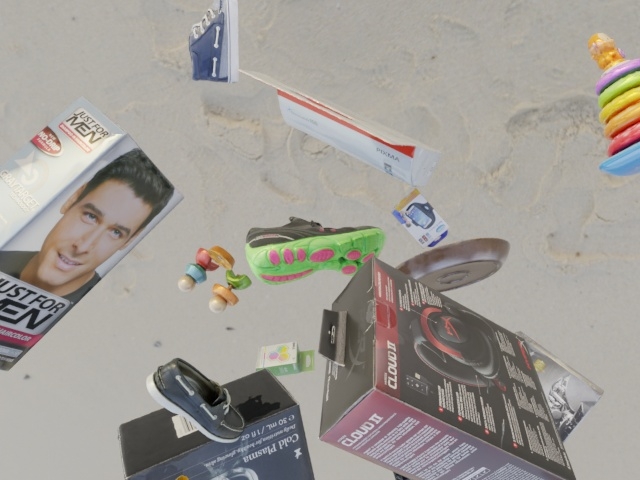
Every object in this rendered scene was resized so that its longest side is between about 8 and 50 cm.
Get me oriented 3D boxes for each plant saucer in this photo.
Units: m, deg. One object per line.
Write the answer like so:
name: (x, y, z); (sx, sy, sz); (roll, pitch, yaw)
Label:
plant saucer: (0.335, 0.077, 1.221); (0.310, 0.050, 0.310); (-10, 157, -4)

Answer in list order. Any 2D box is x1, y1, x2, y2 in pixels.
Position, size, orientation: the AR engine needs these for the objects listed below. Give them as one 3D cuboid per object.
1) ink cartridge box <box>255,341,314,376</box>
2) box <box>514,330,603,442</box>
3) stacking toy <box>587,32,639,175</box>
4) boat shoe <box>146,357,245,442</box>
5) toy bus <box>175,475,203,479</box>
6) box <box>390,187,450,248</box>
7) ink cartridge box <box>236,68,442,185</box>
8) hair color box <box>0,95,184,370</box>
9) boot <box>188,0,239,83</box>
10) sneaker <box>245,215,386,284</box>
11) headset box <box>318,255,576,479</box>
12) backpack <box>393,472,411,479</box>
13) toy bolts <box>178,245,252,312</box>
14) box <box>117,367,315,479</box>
ink cartridge box: (-0.130, 0.442, 1.778); (0.209, 0.109, 0.062); (-9, 122, 5)
box: (0.544, 0.371, 1.194); (0.231, 0.056, 0.183); (39, 109, 31)
stacking toy: (0.624, -0.298, 0.964); (0.166, 0.175, 0.302); (-40, 62, 55)
boat shoe: (-0.268, 0.382, 1.130); (0.091, 0.114, 0.302); (-39, 128, 6)
toy bus: (-0.240, 0.584, 0.866); (0.220, 0.149, 0.211); (37, 98, 6)
box: (0.238, -0.046, 1.118); (0.081, 0.028, 0.136); (-42, 95, 13)
ink cartridge box: (0.048, -0.203, 0.919); (0.308, 0.385, 0.091); (30, 109, 18)
hair color box: (-0.399, -0.002, 0.686); (0.113, 0.374, 0.185); (38, 168, 22)
boot: (-0.190, -0.376, 0.839); (0.086, 0.069, 0.190); (-4, 110, -15)
sneaker: (0.000, 0.000, 1.422); (0.202, 0.483, 0.185); (54, 133, 39)
headset box: (0.129, 0.165, 0.579); (0.293, 0.218, 0.110); (28, 122, -14)
backpack: (0.210, 0.336, 0.785); (0.173, 0.158, 0.117); (-41, 57, 33)
toy bolts: (-0.387, 0.124, 1.623); (0.228, 0.158, 0.218); (21, 151, 30)
box: (-0.282, 0.716, 1.405); (0.297, 0.480, 0.472); (18, 121, 63)
